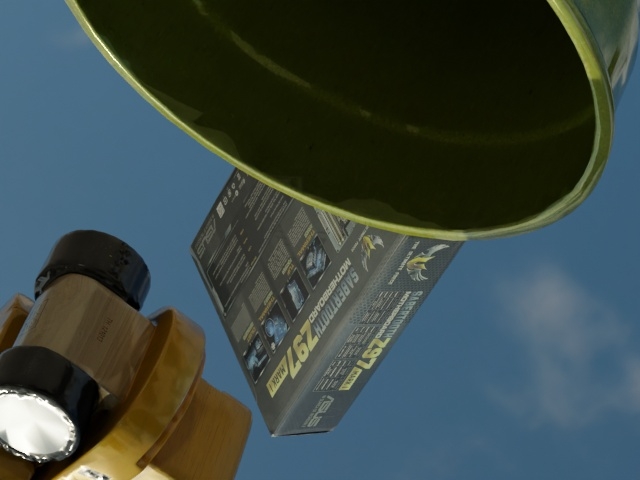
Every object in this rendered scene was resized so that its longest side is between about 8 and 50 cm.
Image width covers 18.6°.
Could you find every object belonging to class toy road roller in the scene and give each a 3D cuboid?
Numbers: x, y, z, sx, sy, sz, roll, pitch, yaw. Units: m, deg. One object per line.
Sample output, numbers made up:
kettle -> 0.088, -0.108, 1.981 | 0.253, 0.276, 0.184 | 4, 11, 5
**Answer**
toy road roller -> -0.215, 0.176, 1.715 | 0.329, 0.240, 0.202 | -38, -159, 39

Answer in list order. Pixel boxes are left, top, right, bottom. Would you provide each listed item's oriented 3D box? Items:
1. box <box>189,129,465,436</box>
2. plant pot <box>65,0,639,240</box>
box -> 0.000, 0.000, 1.395 | 0.059, 0.233, 0.183 | -1, -131, -33
plant pot -> 0.074, -0.250, 1.202 | 0.366, 0.366, 0.353 | 7, -125, 37
